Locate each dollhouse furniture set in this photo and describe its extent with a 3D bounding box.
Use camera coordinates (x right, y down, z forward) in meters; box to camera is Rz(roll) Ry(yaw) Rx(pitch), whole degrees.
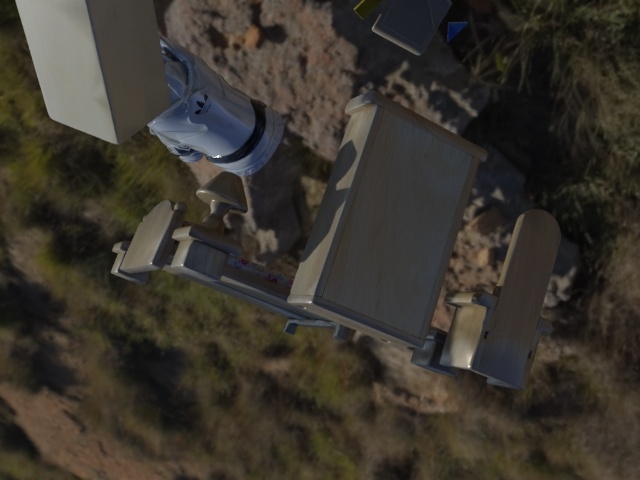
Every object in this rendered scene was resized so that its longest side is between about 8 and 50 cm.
[{"bbox_3d":[0.000,0.000,0.804,0.303,0.174,0.355,24,167,-23],"label":"dollhouse furniture set"}]

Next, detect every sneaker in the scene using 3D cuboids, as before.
[{"bbox_3d":[-0.217,-0.213,1.263,0.210,0.137,0.366,33,176,-34],"label":"sneaker"}]

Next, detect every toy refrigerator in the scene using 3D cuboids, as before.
[{"bbox_3d":[-0.224,-0.238,0.807,0.102,0.094,0.269,22,138,25],"label":"toy refrigerator"}]

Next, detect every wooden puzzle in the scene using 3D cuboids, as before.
[{"bbox_3d":[0.103,-0.256,0.957,0.116,0.014,0.078,31,115,-20],"label":"wooden puzzle"}]
